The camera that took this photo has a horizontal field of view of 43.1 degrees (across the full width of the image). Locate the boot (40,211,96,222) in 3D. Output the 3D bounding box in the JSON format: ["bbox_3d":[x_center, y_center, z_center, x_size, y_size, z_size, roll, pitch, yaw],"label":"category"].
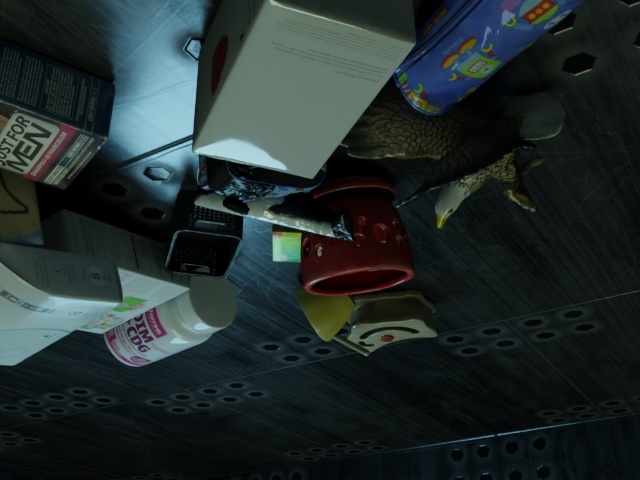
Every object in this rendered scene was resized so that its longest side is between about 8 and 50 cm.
[{"bbox_3d":[-0.504,0.024,1.547,0.207,0.090,0.248,-4,153,3],"label":"boot"}]

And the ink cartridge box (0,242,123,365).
[{"bbox_3d":[-0.551,0.102,1.240,0.308,0.091,0.385,-27,159,30],"label":"ink cartridge box"}]

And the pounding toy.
[{"bbox_3d":[0.132,0.220,1.852,0.270,0.154,0.154,-7,147,11],"label":"pounding toy"}]

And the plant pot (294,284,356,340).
[{"bbox_3d":[0.019,0.135,1.744,0.095,0.134,0.134,-32,145,7],"label":"plant pot"}]

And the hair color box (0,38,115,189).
[{"bbox_3d":[-0.484,-0.198,1.120,0.347,0.105,0.174,19,146,-31],"label":"hair color box"}]

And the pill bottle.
[{"bbox_3d":[-0.321,0.161,1.730,0.283,0.160,0.160,-25,143,36],"label":"pill bottle"}]

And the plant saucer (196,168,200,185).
[{"bbox_3d":[-0.123,-0.113,1.365,0.168,0.029,0.168,0,152,0],"label":"plant saucer"}]

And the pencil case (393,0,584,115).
[{"bbox_3d":[0.204,-0.274,0.974,0.133,0.119,0.306,-2,157,-35],"label":"pencil case"}]

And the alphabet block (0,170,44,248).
[{"bbox_3d":[-0.560,-0.046,1.257,0.192,0.197,0.193,2,154,-39],"label":"alphabet block"}]

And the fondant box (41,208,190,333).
[{"bbox_3d":[-0.440,0.070,1.511,0.238,0.096,0.330,-26,155,20],"label":"fondant box"}]

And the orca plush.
[{"bbox_3d":[-0.068,-0.078,1.281,0.287,0.102,0.151,14,180,39],"label":"orca plush"}]

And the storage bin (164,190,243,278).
[{"bbox_3d":[-0.217,-0.007,1.500,0.122,0.084,0.180,8,150,-15],"label":"storage bin"}]

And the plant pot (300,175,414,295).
[{"bbox_3d":[0.053,-0.007,1.385,0.191,0.174,0.191,-9,164,-3],"label":"plant pot"}]

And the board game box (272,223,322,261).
[{"bbox_3d":[0.000,0.000,1.537,0.181,0.043,0.092,3,141,0],"label":"board game box"}]

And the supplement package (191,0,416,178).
[{"bbox_3d":[-0.033,-0.234,0.985,0.175,0.177,0.293,10,149,-20],"label":"supplement package"}]

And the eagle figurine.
[{"bbox_3d":[0.195,-0.123,1.144,0.226,0.225,0.298,-12,159,42],"label":"eagle figurine"}]

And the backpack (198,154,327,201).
[{"bbox_3d":[-0.082,-0.134,1.203,0.173,0.158,0.117,6,157,-32],"label":"backpack"}]

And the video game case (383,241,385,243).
[{"bbox_3d":[0.081,0.021,1.630,0.119,0.015,0.166,-7,151,12],"label":"video game case"}]
